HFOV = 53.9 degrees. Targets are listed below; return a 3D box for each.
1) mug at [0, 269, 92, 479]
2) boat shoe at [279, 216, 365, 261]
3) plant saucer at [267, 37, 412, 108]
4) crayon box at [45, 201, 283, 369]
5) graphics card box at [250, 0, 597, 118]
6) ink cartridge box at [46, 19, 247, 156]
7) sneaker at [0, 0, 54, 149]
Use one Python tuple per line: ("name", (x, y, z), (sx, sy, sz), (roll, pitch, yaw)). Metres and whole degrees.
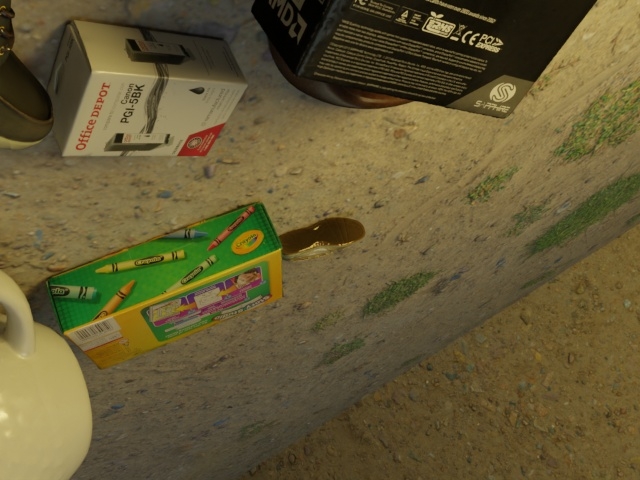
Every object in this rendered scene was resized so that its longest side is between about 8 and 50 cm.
("mug", (-0.409, 0.171, 0.620), (0.328, 0.276, 0.374), (-11, 136, -45))
("boat shoe", (0.000, 0.000, 0.949), (0.136, 0.050, 0.045), (-10, 157, -13))
("plant saucer", (0.102, -0.223, 0.584), (0.311, 0.050, 0.310), (-22, 158, -10))
("crayon box", (-0.189, 0.064, 0.834), (0.279, 0.081, 0.165), (-21, 157, -13))
("graphics card box", (0.135, -0.258, 0.394), (0.233, 0.094, 0.370), (-1, 136, -37))
("ink cartridge box", (-0.145, -0.120, 0.524), (0.135, 0.056, 0.099), (-7, 151, -40))
("sneaker", (-0.204, -0.141, 0.383), (0.118, 0.083, 0.222), (-28, 156, 2))
